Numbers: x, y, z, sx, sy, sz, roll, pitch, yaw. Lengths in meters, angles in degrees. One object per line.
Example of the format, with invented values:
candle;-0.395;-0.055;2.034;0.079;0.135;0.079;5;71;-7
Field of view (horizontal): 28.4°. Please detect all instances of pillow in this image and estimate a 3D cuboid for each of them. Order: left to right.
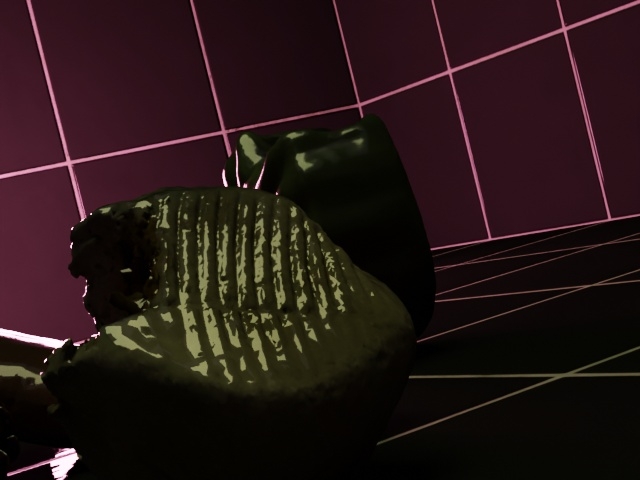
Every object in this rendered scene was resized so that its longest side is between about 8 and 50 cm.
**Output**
pillow;-0.344;0.160;1.426;0.305;0.108;0.308;12;-3;1

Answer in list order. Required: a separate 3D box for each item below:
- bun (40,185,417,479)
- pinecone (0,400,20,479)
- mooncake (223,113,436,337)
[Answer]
bun;-0.068;0.096;0.935;0.281;0.281;0.205;-15;-42;-34
pinecone;-0.358;0.199;1.219;0.140;0.140;0.121;-14;2;-4
mooncake;0.000;0.000;1.645;0.187;0.351;0.351;-18;3;-22
